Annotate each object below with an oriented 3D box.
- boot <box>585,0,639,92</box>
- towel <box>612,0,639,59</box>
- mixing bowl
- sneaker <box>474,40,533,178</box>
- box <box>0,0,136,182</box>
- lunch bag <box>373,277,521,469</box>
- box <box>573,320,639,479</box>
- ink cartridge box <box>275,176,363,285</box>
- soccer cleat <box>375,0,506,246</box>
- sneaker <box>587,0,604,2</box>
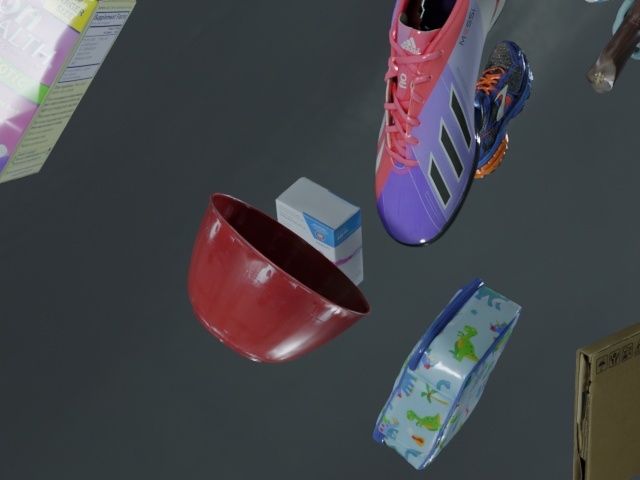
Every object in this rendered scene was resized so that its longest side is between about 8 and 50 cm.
[{"bbox_3d":[0.287,-0.196,1.287,0.114,0.037,0.106,-49,163,-22],"label":"boot"},{"bbox_3d":[0.535,-0.399,1.682,0.320,0.090,0.374,-44,-179,-37],"label":"towel"},{"bbox_3d":[-0.055,0.048,1.293,0.098,0.181,0.181,-53,151,9],"label":"mixing bowl"},{"bbox_3d":[0.250,-0.206,2.097,0.087,0.083,0.221,33,66,-36],"label":"sneaker"},{"bbox_3d":[-0.368,-0.224,1.577,0.243,0.214,0.117,-57,175,15],"label":"box"},{"bbox_3d":[0.156,0.161,1.702,0.176,0.090,0.219,-44,161,-40],"label":"lunch bag"},{"bbox_3d":[0.328,0.155,1.407,0.201,0.021,0.164,-19,117,-35],"label":"box"},{"bbox_3d":[0.000,0.000,1.636,0.052,0.089,0.122,-43,146,-30],"label":"ink cartridge box"},{"bbox_3d":[0.097,-0.150,1.307,0.116,0.109,0.318,-2,107,-60],"label":"soccer cleat"},{"bbox_3d":[0.201,-0.214,0.771,0.092,0.087,0.228,-31,158,-22],"label":"sneaker"}]
